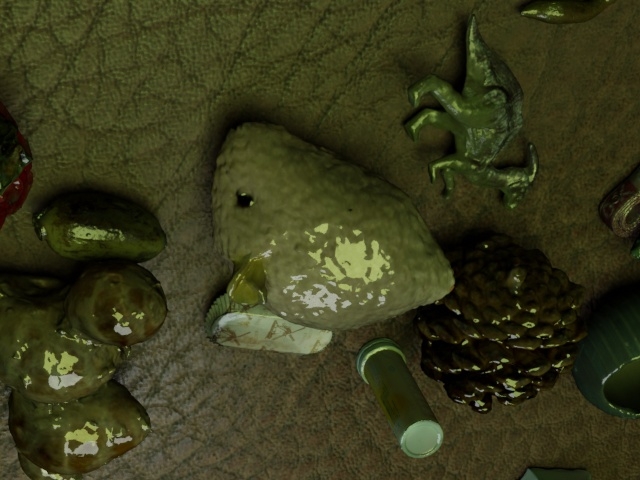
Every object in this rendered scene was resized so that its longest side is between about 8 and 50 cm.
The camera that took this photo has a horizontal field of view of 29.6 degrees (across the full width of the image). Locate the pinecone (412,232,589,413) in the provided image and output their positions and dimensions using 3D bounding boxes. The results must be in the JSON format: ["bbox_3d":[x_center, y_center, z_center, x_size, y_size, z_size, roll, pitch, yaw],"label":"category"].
[{"bbox_3d":[0.237,0.123,1.703,0.243,0.243,0.257,26,125,-23],"label":"pinecone"}]

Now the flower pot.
[{"bbox_3d":[0.495,0.165,1.821,0.243,0.157,0.189,-24,118,-4],"label":"flower pot"}]

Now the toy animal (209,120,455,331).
[{"bbox_3d":[0.006,0.004,1.599,0.358,0.188,0.226,28,98,-1],"label":"toy animal"}]

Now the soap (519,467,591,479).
[{"bbox_3d":[0.360,0.489,1.970,0.145,0.091,0.231,5,111,-16],"label":"soap"}]

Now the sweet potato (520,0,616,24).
[{"bbox_3d":[0.342,-0.314,1.636,0.153,0.038,0.041,-13,139,-10],"label":"sweet potato"}]

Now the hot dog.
[{"bbox_3d":[-0.067,0.117,1.713,0.191,0.059,0.108,7,125,-21],"label":"hot dog"}]

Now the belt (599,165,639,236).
[{"bbox_3d":[0.499,-0.104,1.761,0.071,0.053,0.232,30,106,-28],"label":"belt"}]

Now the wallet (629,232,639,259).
[{"bbox_3d":[0.563,-0.054,1.773,0.160,0.055,0.236,14,115,-51],"label":"wallet"}]

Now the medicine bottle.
[{"bbox_3d":[0.112,0.222,1.715,0.074,0.218,0.074,-6,116,-12],"label":"medicine bottle"}]

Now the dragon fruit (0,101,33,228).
[{"bbox_3d":[-0.486,-0.096,1.412,0.298,0.244,0.244,6,112,-17],"label":"dragon fruit"}]

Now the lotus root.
[{"bbox_3d":[-0.286,-0.016,1.580,0.179,0.089,0.080,6,155,-21],"label":"lotus root"}]

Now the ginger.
[{"bbox_3d":[-0.333,0.184,1.604,0.256,0.176,0.375,11,120,4],"label":"ginger"}]

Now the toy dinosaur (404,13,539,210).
[{"bbox_3d":[0.206,-0.155,1.655,0.162,0.077,0.294,-25,132,-7],"label":"toy dinosaur"}]
